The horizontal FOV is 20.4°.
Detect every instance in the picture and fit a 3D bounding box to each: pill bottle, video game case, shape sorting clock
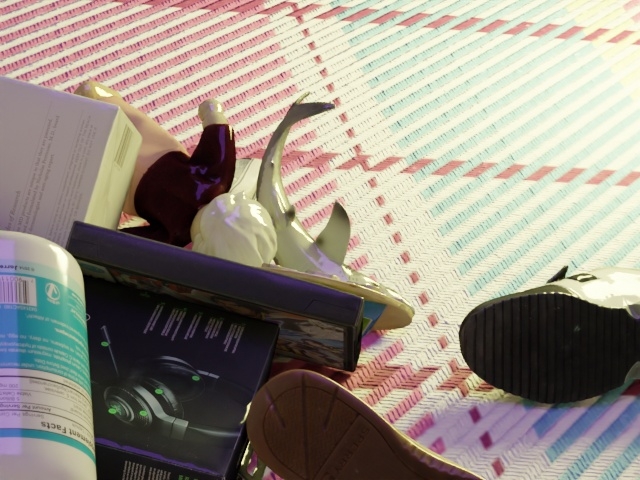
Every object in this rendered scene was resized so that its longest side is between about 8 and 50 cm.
[{"bbox_3d":[-0.248,0.136,1.363,0.146,0.146,0.264,2,59,-16],"label":"pill bottle"},{"bbox_3d":[-0.095,0.059,1.708,0.275,0.035,0.248,15,-13,4],"label":"video game case"},{"bbox_3d":[-0.009,0.055,1.761,0.206,0.040,0.206,15,-14,4],"label":"shape sorting clock"}]

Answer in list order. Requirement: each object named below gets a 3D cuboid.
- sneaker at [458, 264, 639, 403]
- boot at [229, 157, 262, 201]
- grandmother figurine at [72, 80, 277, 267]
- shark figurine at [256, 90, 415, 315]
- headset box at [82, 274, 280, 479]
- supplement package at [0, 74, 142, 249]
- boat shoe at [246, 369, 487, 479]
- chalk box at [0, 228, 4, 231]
[{"bbox_3d":[0.283,0.090,1.890,0.331,0.122,0.146,-2,15,-21],"label":"sneaker"},{"bbox_3d":[-0.120,-0.044,2.007,0.086,0.069,0.190,8,22,8],"label":"boot"},{"bbox_3d":[-0.165,-0.061,1.915,0.342,0.208,0.104,38,7,41],"label":"grandmother figurine"},{"bbox_3d":[-0.024,-0.016,1.923,0.166,0.278,0.116,-21,-6,-1],"label":"shark figurine"},{"bbox_3d":[-0.183,0.157,1.574,0.283,0.131,0.246,14,30,2],"label":"headset box"},{"bbox_3d":[-0.352,-0.076,1.796,0.293,0.175,0.177,15,-6,3],"label":"supplement package"},{"bbox_3d":[0.082,0.239,1.526,0.342,0.123,0.123,37,-5,6],"label":"boat shoe"},{"bbox_3d":[-0.356,0.025,1.559,0.132,0.132,0.213,33,-1,-8],"label":"chalk box"}]
